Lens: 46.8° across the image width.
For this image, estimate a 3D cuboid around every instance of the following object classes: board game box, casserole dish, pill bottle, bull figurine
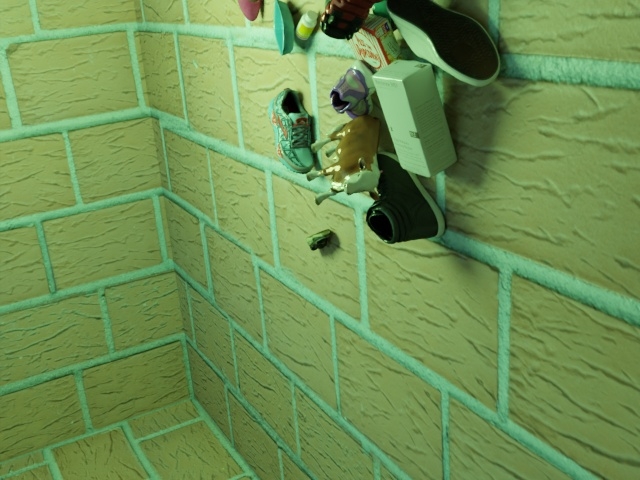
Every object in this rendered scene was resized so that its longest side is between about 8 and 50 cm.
[{"bbox_3d":[0.129,-0.418,1.653,0.147,0.045,0.193,39,166,50],"label":"board game box"},{"bbox_3d":[-0.102,-0.598,2.073,0.188,0.037,0.114,-106,16,-44],"label":"casserole dish"},{"bbox_3d":[-0.036,-0.581,1.989,0.043,0.043,0.083,69,153,13],"label":"pill bottle"},{"bbox_3d":[0.067,-0.184,1.760,0.189,0.310,0.101,-15,127,26],"label":"bull figurine"}]

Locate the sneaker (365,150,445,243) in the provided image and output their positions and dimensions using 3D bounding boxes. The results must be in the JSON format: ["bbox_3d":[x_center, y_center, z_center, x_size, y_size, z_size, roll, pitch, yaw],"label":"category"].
[{"bbox_3d":[0.155,-0.106,1.743,0.295,0.147,0.104,56,150,36],"label":"sneaker"}]

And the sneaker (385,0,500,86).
[{"bbox_3d":[0.256,-0.396,1.485,0.290,0.106,0.123,50,-178,26],"label":"sneaker"}]

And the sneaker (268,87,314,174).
[{"bbox_3d":[-0.079,-0.321,2.145,0.125,0.104,0.261,-39,69,60],"label":"sneaker"}]

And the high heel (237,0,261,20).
[{"bbox_3d":[-0.187,-0.765,2.173,0.117,0.082,0.244,29,125,44],"label":"high heel"}]

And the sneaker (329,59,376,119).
[{"bbox_3d":[0.067,-0.343,1.776,0.095,0.104,0.236,49,173,8],"label":"sneaker"}]

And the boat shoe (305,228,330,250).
[{"bbox_3d":[0.000,0.000,2.218,0.049,0.056,0.152,69,163,1],"label":"boat shoe"}]

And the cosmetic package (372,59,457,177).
[{"bbox_3d":[0.201,-0.259,1.573,0.117,0.086,0.231,28,147,56],"label":"cosmetic package"}]

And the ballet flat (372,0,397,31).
[{"bbox_3d":[0.138,-0.559,1.627,0.073,0.067,0.206,1,106,38],"label":"ballet flat"}]

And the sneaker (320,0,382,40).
[{"bbox_3d":[0.089,-0.528,1.492,0.276,0.098,0.135,-33,50,54],"label":"sneaker"}]
